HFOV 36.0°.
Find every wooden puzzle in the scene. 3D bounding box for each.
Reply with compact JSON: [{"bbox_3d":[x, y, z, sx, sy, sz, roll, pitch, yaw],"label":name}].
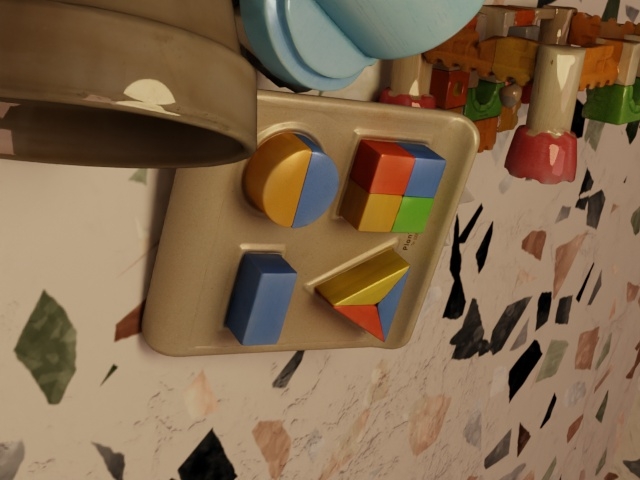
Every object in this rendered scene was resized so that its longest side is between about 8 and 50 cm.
[{"bbox_3d":[0.000,0.000,1.108,0.348,0.080,0.322,4,116,-29],"label":"wooden puzzle"}]

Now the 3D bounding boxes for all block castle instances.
[{"bbox_3d":[0.309,-0.195,1.358,0.453,0.303,0.213,-17,121,-46],"label":"block castle"}]

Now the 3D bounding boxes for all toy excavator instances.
[{"bbox_3d":[0.127,-0.327,0.943,0.222,0.445,0.433,38,77,-53],"label":"toy excavator"}]

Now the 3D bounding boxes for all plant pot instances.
[{"bbox_3d":[-0.198,-0.212,0.747,0.323,0.323,0.280,9,83,-53],"label":"plant pot"}]

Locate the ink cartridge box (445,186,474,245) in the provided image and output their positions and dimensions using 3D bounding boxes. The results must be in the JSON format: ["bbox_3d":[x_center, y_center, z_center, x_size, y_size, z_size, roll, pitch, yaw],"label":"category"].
[{"bbox_3d":[0.100,-0.030,1.272,0.104,0.181,0.061,41,43,-52],"label":"ink cartridge box"}]
